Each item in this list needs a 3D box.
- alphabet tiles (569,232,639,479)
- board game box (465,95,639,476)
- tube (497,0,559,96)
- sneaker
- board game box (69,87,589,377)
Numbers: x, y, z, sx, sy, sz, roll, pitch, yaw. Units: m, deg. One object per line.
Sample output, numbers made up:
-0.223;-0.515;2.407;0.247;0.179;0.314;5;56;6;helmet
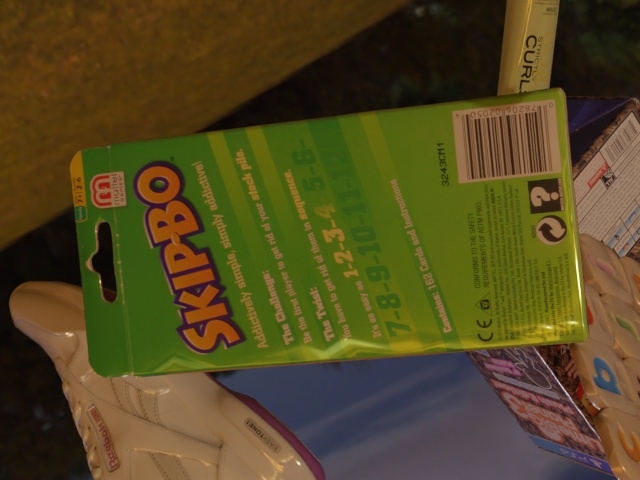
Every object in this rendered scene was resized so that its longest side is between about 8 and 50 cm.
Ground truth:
0.272;0.132;1.018;0.021;0.284;0.278;-32;146;29;alphabet tiles
0.254;0.043;1.250;0.232;0.291;0.141;-47;-152;-19;board game box
0.242;-0.221;1.495;0.070;0.240;0.062;5;-166;-2;tube
-0.147;0.141;0.981;0.152;0.305;0.114;-50;156;-12;sneaker
0.000;0.000;0.661;0.259;0.124;0.039;-6;179;11;board game box
